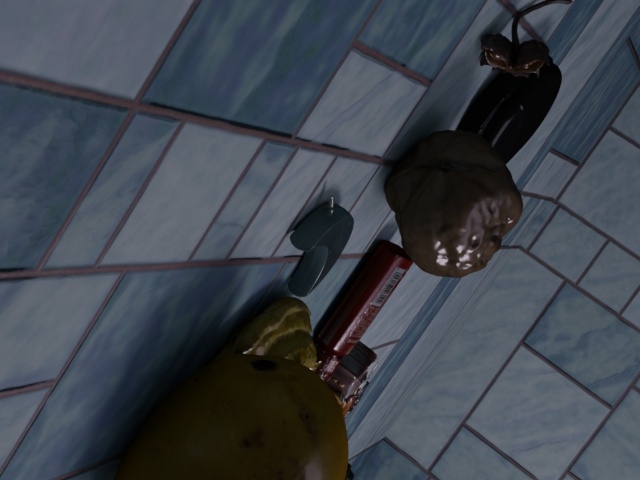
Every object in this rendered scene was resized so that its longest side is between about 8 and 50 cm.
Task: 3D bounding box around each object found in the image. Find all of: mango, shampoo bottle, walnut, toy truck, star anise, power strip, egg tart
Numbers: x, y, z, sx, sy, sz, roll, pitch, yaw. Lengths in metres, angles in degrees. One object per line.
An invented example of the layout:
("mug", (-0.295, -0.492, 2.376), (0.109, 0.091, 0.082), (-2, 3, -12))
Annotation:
("mango", (-0.149, 0.367, 1.623), (0.445, 0.300, 0.232), (-52, 179, 15))
("shampoo bottle", (0.073, 0.142, 2.174), (0.314, 0.076, 0.118), (-56, 164, 11))
("walnut", (0.239, -0.067, 1.930), (0.227, 0.273, 0.273), (-20, 163, 3))
("toy truck", (0.038, 0.326, 2.405), (0.135, 0.114, 0.270), (-48, 166, -35))
("star anise", (0.385, -0.390, 1.927), (0.218, 0.148, 0.227), (28, 69, -42))
("power strip", (0.000, 0.000, 1.737), (0.137, 0.044, 0.216), (-46, 163, -25))
("egg tart", (-0.101, 0.228, 1.811), (0.290, 0.115, 0.290), (-44, 162, -18))

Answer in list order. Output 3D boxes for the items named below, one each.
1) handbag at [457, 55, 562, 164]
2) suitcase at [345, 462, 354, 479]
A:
("handbag", (0.380, -0.253, 2.176), (0.308, 0.093, 0.253), (-46, 163, -24))
("suitcase", (-0.090, 0.445, 1.962), (0.283, 0.194, 0.434), (-48, -178, -10))
